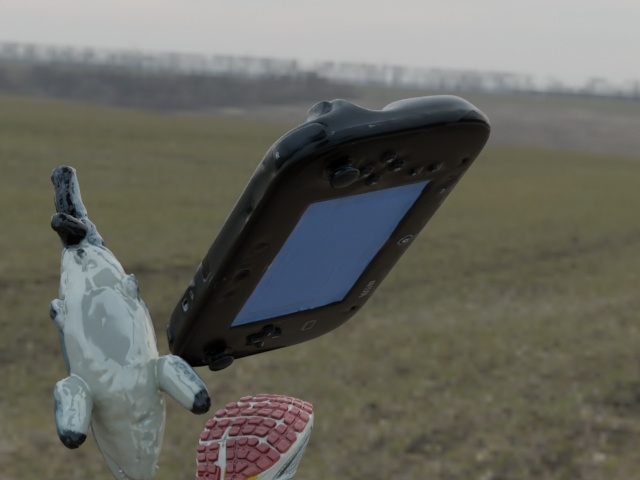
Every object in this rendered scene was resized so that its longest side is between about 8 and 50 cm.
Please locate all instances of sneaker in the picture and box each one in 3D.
[{"bbox_3d":[-0.073,0.224,1.500,0.088,0.092,0.225,12,49,28],"label":"sneaker"}]

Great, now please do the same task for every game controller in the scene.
[{"bbox_3d":[0.000,0.000,1.238,0.166,0.067,0.319,-3,-29,-26],"label":"game controller"}]

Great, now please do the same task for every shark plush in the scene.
[{"bbox_3d":[-0.116,0.044,0.852,0.073,0.161,0.067,-26,-10,-13],"label":"shark plush"}]
